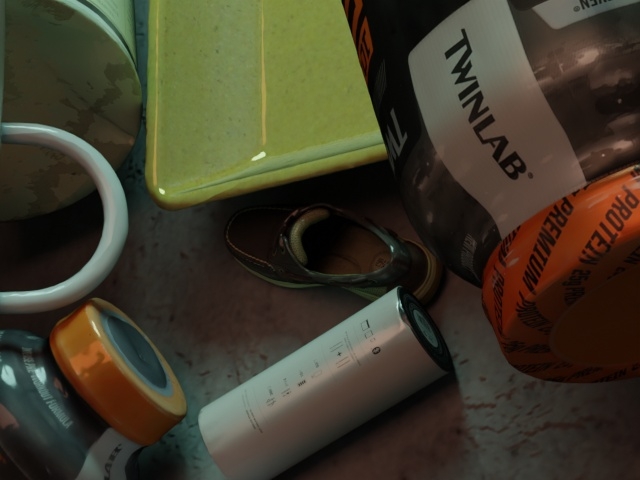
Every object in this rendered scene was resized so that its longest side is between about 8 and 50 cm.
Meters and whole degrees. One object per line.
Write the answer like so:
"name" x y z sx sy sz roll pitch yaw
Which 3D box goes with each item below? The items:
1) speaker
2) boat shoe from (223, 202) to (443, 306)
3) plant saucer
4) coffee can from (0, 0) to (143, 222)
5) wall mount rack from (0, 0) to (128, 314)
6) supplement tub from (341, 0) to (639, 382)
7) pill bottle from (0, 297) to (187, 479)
"speaker" 0.001 0.082 1.005 0.136 0.055 0.055 -33 50 14
"boat shoe" 0.000 0.000 1.057 0.152 0.049 0.056 11 71 38
"plant saucer" 0.056 -0.190 1.089 0.333 0.081 0.332 -12 67 29
"coffee can" -0.219 -0.177 1.186 0.201 0.201 0.275 -26 45 19
"wall mount rack" -0.274 -0.079 0.976 0.350 0.130 0.304 1 73 -10
"supplement tub" 0.114 -0.119 0.852 0.207 0.207 0.338 -26 61 19
"pill bottle" -0.194 0.139 1.053 0.246 0.130 0.130 -38 49 9
